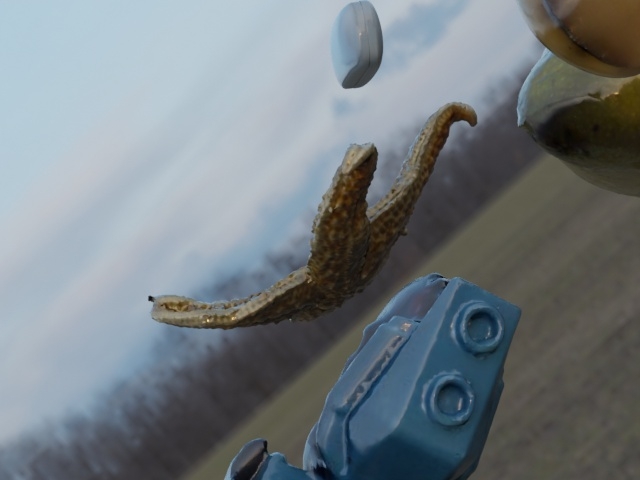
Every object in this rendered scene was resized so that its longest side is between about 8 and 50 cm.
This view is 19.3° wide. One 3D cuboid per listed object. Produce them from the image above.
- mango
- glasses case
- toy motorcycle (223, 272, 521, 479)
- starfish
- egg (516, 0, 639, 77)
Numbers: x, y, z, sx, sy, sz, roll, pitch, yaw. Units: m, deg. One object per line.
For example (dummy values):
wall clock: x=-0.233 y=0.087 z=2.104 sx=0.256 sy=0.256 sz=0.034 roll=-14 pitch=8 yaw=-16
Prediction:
mango: x=0.236 y=-0.107 z=1.307 sx=0.176 sy=0.175 sz=0.329 roll=-39 pitch=-13 yaw=10
glasses case: x=0.036 y=-0.200 z=1.940 sx=0.045 sy=0.067 sz=0.178 roll=-8 pitch=-4 yaw=-6
toy motorcycle: x=0.023 y=0.210 z=1.144 sx=0.416 sy=0.172 sz=0.232 roll=-64 pitch=13 yaw=-13
starfish: x=0.004 y=0.009 z=1.670 sx=0.327 sy=0.094 sz=0.375 roll=-28 pitch=-18 yaw=-26
egg: x=0.142 y=-0.121 z=0.961 sx=0.071 sy=0.083 sz=0.071 roll=-39 pitch=4 yaw=3
